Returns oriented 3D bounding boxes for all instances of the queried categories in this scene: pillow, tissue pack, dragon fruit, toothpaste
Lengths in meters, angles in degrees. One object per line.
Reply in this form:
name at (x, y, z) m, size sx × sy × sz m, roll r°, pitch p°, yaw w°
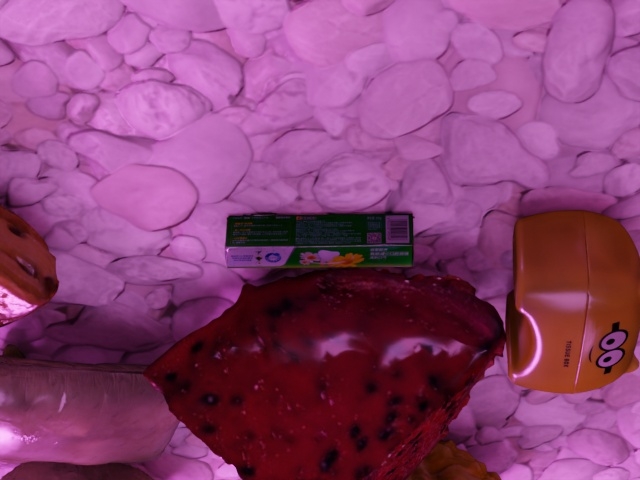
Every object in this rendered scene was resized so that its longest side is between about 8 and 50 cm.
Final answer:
pillow at (-0.280, 0.175, 1.581) m, size 0.302 × 0.075 × 0.185 m, roll 4°, pitch 142°, yaw -26°
tissue pack at (0.241, 0.059, 1.464) m, size 0.127 × 0.123 × 0.178 m, roll 0°, pitch 138°, yaw 1°
dragon fruit at (0.051, 0.168, 1.504) m, size 0.330 × 0.240 × 0.302 m, roll -32°, pitch 137°, yaw 21°
toothpaste at (0.000, 0.000, 1.462) m, size 0.178 × 0.043 × 0.037 m, roll -1°, pitch 141°, yaw 2°

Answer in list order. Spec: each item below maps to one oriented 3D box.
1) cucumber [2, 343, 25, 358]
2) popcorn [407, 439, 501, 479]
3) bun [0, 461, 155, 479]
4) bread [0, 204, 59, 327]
cucumber at (-0.337, 0.170, 1.665) m, size 0.039 × 0.039 × 0.168 m, roll 12°, pitch 136°, yaw -12°
popcorn at (0.121, 0.342, 1.720) m, size 0.249 × 0.249 × 0.225 m, roll -28°, pitch 145°, yaw 28°
bun at (-0.271, 0.331, 1.760) m, size 0.259 × 0.152 × 0.259 m, roll 0°, pitch 126°, yaw 0°
bread at (-0.386, 0.014, 1.448) m, size 0.210 × 0.099 × 0.235 m, roll -27°, pitch 137°, yaw 31°
